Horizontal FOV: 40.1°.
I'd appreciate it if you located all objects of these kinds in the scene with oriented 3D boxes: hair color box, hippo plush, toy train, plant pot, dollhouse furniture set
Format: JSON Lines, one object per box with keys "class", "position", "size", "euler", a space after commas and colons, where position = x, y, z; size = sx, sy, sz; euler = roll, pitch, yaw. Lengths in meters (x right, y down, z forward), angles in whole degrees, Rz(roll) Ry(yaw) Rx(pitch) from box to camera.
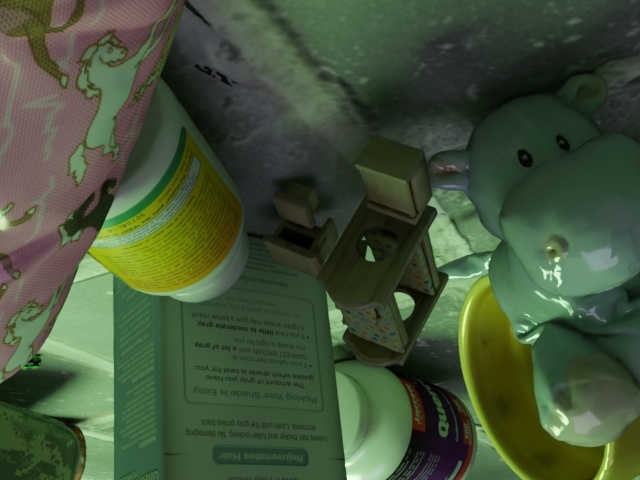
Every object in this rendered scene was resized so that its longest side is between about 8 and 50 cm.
{"class": "hair color box", "position": [-0.082, 0.183, 0.795], "size": [0.185, 0.375, 0.113], "euler": [11, 150, -33]}
{"class": "hippo plush", "position": [0.221, -0.017, 0.694], "size": [0.234, 0.294, 0.237], "euler": [-25, 128, -3]}
{"class": "toy train", "position": [-0.386, 0.152, 1.081], "size": [0.083, 0.017, 0.024], "euler": [0, 164, -15]}
{"class": "plant pot", "position": [0.320, 0.125, 0.966], "size": [0.238, 0.254, 0.254], "euler": [-15, 160, -22]}
{"class": "dollhouse furniture set", "position": [0.000, 0.000, 0.694], "size": [0.160, 0.101, 0.182], "euler": [20, 155, 26]}

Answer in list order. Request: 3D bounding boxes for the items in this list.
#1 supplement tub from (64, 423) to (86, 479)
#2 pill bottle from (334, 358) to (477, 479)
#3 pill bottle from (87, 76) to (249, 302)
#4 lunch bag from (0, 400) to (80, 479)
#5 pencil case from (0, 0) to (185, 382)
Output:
{"class": "supplement tub", "position": [-0.466, 0.327, 1.335], "size": [0.197, 0.106, 0.106], "euler": [14, 148, -37]}
{"class": "pill bottle", "position": [0.088, 0.277, 1.277], "size": [0.181, 0.182, 0.323], "euler": [-20, 152, 27]}
{"class": "pill bottle", "position": [-0.123, -0.029, 0.635], "size": [0.117, 0.118, 0.208], "euler": [-11, 156, 9]}
{"class": "lunch bag", "position": [-0.493, 0.327, 1.138], "size": [0.305, 0.213, 0.256], "euler": [24, 144, -24]}
{"class": "pencil case", "position": [-0.155, -0.086, 0.369], "size": [0.160, 0.167, 0.386], "euler": [35, 130, 2]}
